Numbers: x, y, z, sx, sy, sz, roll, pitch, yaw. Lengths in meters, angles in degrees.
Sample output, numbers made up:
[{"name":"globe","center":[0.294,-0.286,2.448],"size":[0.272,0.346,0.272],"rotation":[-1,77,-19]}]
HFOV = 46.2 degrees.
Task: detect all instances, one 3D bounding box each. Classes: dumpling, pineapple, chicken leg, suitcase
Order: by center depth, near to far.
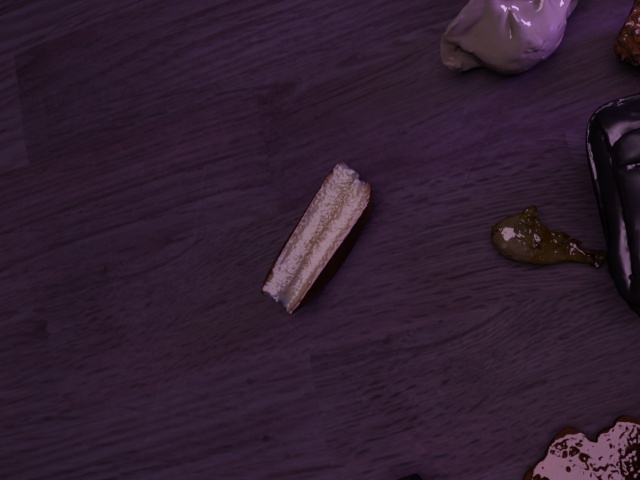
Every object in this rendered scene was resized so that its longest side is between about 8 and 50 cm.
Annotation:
[{"name":"suitcase","center":[0.547,-0.076,0.985],"size":[0.345,0.188,0.340],"rotation":[-10,88,34]},{"name":"pineapple","center":[0.568,-0.280,1.126],"size":[0.237,0.111,0.119],"rotation":[25,119,14]},{"name":"chicken leg","center":[0.354,0.001,1.159],"size":[0.178,0.070,0.093],"rotation":[18,104,11]},{"name":"dumpling","center":[0.301,-0.351,1.169],"size":[0.258,0.193,0.147],"rotation":[-27,69,14]}]

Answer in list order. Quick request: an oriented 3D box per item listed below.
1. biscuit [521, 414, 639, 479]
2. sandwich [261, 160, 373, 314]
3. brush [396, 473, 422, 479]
[{"name":"biscuit","center":[0.396,0.390,1.089],"size":[0.208,0.041,0.290],"rotation":[26,88,19]},{"name":"sandwich","center":[0.000,0.000,1.254],"size":[0.094,0.096,0.258],"rotation":[34,90,13]},{"name":"brush","center":[0.162,0.444,1.109],"size":[0.059,0.123,0.197],"rotation":[-29,74,6]}]
